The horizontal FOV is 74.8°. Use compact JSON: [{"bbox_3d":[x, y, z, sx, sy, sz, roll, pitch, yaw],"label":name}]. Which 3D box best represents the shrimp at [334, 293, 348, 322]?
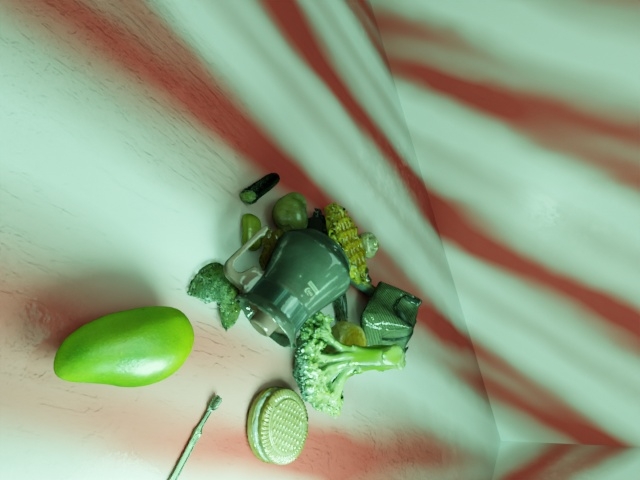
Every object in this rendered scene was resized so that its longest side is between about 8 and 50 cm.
[{"bbox_3d":[0.064,0.282,1.883,0.169,0.058,0.295,5,70,-47],"label":"shrimp"}]

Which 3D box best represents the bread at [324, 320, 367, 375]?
[{"bbox_3d":[0.097,0.463,1.785,0.244,0.134,0.244,20,65,-51],"label":"bread"}]

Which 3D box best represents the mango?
[{"bbox_3d":[-0.463,0.265,1.023,0.343,0.156,0.192,-2,71,-52],"label":"mango"}]

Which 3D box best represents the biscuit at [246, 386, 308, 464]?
[{"bbox_3d":[-0.139,0.624,1.422,0.259,0.079,0.259,27,56,-49],"label":"biscuit"}]

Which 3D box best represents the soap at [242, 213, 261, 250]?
[{"bbox_3d":[-0.252,-0.032,1.542,0.089,0.045,0.140,16,65,-49],"label":"soap"}]

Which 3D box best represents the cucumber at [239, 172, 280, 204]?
[{"bbox_3d":[-0.220,-0.216,1.640,0.067,0.067,0.245,63,37,-18],"label":"cucumber"}]

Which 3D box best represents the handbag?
[{"bbox_3d":[0.348,0.383,2.050,0.340,0.240,0.247,-50,147,-52],"label":"handbag"}]

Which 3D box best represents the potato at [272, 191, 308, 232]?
[{"bbox_3d":[-0.115,-0.117,1.683,0.157,0.157,0.194,48,39,-35],"label":"potato"}]

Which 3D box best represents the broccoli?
[{"bbox_3d":[0.088,0.483,1.532,0.397,0.353,0.274,13,41,-7],"label":"broccoli"}]

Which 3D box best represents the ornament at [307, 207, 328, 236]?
[{"bbox_3d":[0.000,0.000,1.863,0.260,0.106,0.251,-78,147,-55],"label":"ornament"}]

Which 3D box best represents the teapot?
[{"bbox_3d":[-0.118,0.136,1.410,0.376,0.305,0.361,45,59,-7],"label":"teapot"}]

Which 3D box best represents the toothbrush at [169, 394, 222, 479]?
[{"bbox_3d":[-0.358,0.569,1.177,0.026,0.028,0.294,54,44,-27],"label":"toothbrush"}]

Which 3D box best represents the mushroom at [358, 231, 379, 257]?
[{"bbox_3d":[0.248,0.023,2.191,0.148,0.112,0.148,42,37,-43],"label":"mushroom"}]

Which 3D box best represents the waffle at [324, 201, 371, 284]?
[{"bbox_3d":[0.121,0.013,1.948,0.379,0.095,0.382,55,20,-39],"label":"waffle"}]

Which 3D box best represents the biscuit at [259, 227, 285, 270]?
[{"bbox_3d":[-0.149,0.072,1.616,0.290,0.041,0.208,66,34,-32],"label":"biscuit"}]

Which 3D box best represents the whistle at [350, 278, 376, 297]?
[{"bbox_3d":[0.195,0.213,2.089,0.326,0.057,0.067,39,51,-42],"label":"whistle"}]

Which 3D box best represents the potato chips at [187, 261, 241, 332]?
[{"bbox_3d":[-0.328,0.181,1.365,0.219,0.029,0.202,65,32,-11],"label":"potato chips"}]
